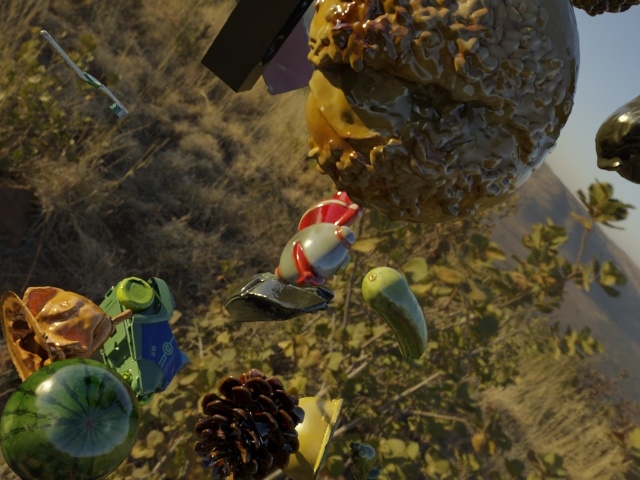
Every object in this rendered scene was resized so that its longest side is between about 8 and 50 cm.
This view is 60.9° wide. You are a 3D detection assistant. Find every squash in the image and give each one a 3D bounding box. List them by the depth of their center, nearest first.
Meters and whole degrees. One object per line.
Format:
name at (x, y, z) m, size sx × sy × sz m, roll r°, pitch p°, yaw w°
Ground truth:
squash at (0.148, 0.137, 1.038) m, size 0.250 × 0.083 × 0.083 m, roll 57°, pitch 12°, yaw -42°

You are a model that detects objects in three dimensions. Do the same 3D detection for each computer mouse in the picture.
computer mouse at (-0.070, 0.082, 0.842) m, size 0.106 × 0.192 × 0.062 m, roll -25°, pitch 106°, yaw -57°

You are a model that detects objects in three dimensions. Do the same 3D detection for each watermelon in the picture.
watermelon at (-0.369, 0.271, 0.806) m, size 0.188 × 0.215 × 0.187 m, roll 15°, pitch 64°, yaw -33°

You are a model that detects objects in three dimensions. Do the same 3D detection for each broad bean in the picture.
broad bean at (0.096, 0.494, 1.210) m, size 0.048 × 0.070 × 0.213 m, roll 57°, pitch -8°, yaw 38°

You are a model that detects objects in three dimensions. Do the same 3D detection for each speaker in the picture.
speaker at (-0.030, -0.216, 0.462) m, size 0.046 × 0.191 × 0.040 m, roll 40°, pitch 25°, yaw -3°

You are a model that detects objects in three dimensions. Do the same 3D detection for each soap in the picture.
soap at (-0.102, -0.460, 0.995) m, size 0.296 × 0.107 × 0.285 m, roll -103°, pitch 174°, yaw -47°

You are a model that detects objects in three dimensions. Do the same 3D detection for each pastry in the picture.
pastry at (0.121, -0.162, 0.550) m, size 0.285 × 0.315 × 0.184 m, roll 16°, pitch 17°, yaw -2°

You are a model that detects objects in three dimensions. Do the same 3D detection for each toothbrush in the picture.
toothbrush at (-0.483, -0.339, 1.137) m, size 0.030 × 0.030 × 0.304 m, roll 57°, pitch -2°, yaw 19°

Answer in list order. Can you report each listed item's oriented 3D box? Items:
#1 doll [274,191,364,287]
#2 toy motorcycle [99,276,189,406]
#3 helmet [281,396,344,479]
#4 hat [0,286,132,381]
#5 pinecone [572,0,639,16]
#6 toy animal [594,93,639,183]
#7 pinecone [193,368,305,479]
doll at (0.000, 0.000, 0.754) m, size 0.076 × 0.142 × 0.245 m, roll 50°, pitch 22°, yaw -17°
toy motorcycle at (-0.452, 0.270, 1.411) m, size 0.200 × 0.191 × 0.326 m, roll 10°, pitch 47°, yaw -48°
helmet at (-0.041, 0.427, 1.203) m, size 0.140 × 0.205 × 0.257 m, roll 19°, pitch -7°, yaw 6°
hat at (-0.493, 0.181, 1.130) m, size 0.233 × 0.244 × 0.233 m, roll -18°, pitch 87°, yaw -46°
pinecone at (0.504, -0.473, 0.899) m, size 0.184 × 0.205 × 0.179 m, roll -86°, pitch 154°, yaw -63°
toy animal at (0.477, -0.178, 0.640) m, size 0.106 × 0.343 × 0.168 m, roll 57°, pitch -18°, yaw -8°
pinecone at (-0.136, 0.347, 0.995) m, size 0.208 × 0.208 × 0.207 m, roll 41°, pitch 23°, yaw -22°
